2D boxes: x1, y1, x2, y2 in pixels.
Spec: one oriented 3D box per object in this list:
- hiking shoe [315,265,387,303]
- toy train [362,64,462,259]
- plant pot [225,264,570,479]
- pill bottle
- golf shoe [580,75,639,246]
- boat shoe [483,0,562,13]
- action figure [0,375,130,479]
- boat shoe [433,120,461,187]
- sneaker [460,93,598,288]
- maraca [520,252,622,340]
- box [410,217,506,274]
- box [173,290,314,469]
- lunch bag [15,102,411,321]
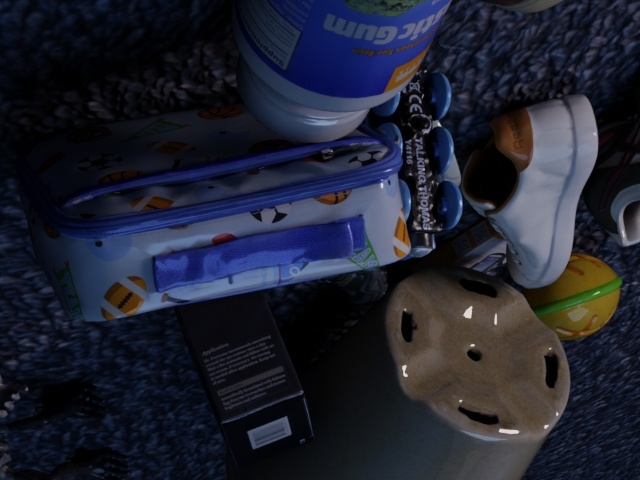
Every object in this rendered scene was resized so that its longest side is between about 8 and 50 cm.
[{"bbox_3d":[0.000,0.000,1.859,0.114,0.086,0.227,-10,151,6],"label":"hiking shoe"},{"bbox_3d":[0.063,-0.071,1.634,0.080,0.184,0.105,2,166,-32],"label":"toy train"},{"bbox_3d":[0.105,0.199,2.065,0.333,0.334,0.305,-6,146,-33],"label":"plant pot"},{"bbox_3d":[0.020,-0.189,1.371,0.152,0.152,0.272,-12,154,-21],"label":"pill bottle"},{"bbox_3d":[0.355,-0.107,1.871,0.105,0.120,0.273,-3,148,-34],"label":"golf shoe"},{"bbox_3d":[0.201,-0.283,1.376,0.123,0.123,0.342,-1,155,-41],"label":"boat shoe"},{"bbox_3d":[-0.329,0.216,1.922,0.275,0.164,0.141,-12,176,-43],"label":"action figure"},{"bbox_3d":[0.080,-0.063,1.774,0.081,0.079,0.227,-24,160,-6],"label":"boat shoe"},{"bbox_3d":[0.193,-0.046,1.902,0.123,0.106,0.290,-8,146,-8],"label":"sneaker"},{"bbox_3d":[0.290,0.063,2.204,0.127,0.099,0.185,-15,-178,9],"label":"maraca"},{"bbox_3d":[0.163,0.019,2.082,0.136,0.028,0.081,-32,154,27],"label":"box"},{"bbox_3d":[-0.080,0.130,1.941,0.093,0.158,0.156,-21,156,-5],"label":"box"},{"bbox_3d":[-0.080,-0.031,1.511,0.303,0.243,0.115,-13,111,-16],"label":"lunch bag"}]
